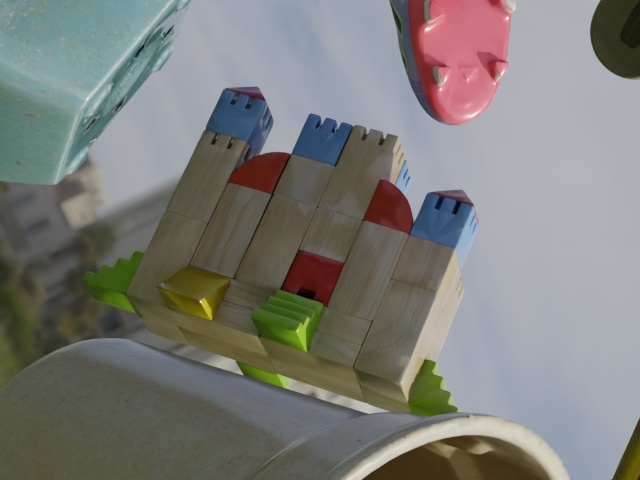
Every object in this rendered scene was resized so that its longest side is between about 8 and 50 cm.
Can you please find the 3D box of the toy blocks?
[{"bbox_3d":[0.000,0.000,1.797,0.381,0.261,0.191,17,-22,18],"label":"toy blocks"}]

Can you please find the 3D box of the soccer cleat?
[{"bbox_3d":[0.066,-0.196,1.217,0.095,0.083,0.248,-11,-91,60],"label":"soccer cleat"}]

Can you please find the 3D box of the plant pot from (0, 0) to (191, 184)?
[{"bbox_3d":[-0.225,-0.183,1.246,0.252,0.248,0.247,36,-25,0],"label":"plant pot"}]

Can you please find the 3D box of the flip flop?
[{"bbox_3d":[0.291,-0.237,1.527,0.112,0.080,0.277,47,-42,18],"label":"flip flop"}]

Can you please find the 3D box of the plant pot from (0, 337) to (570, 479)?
[{"bbox_3d":[-0.062,0.211,1.117,0.305,0.334,0.334,22,-37,42],"label":"plant pot"}]

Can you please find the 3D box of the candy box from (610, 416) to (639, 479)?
[{"bbox_3d":[0.176,0.137,0.826,0.027,0.105,0.206,-78,-173,-69],"label":"candy box"}]
